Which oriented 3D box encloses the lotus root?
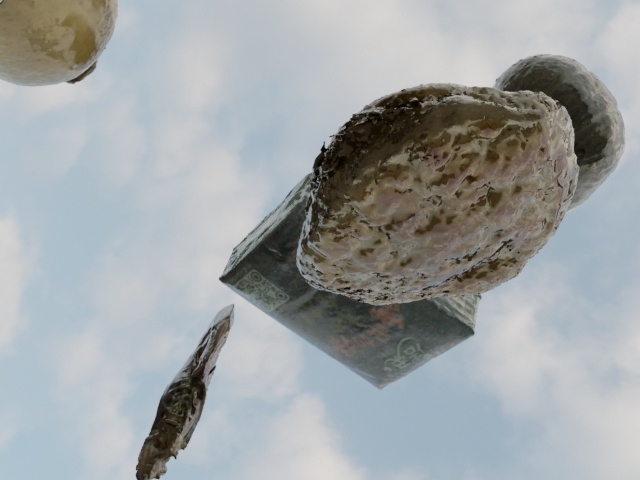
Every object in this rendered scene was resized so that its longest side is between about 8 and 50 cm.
[{"bbox_3d":[-0.259,-0.224,0.613,0.146,0.303,0.131,-29,-104,-8],"label":"lotus root"}]

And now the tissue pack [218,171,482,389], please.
[{"bbox_3d":[0.039,0.073,1.011,0.228,0.316,0.103,-40,-159,43],"label":"tissue pack"}]

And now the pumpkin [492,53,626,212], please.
[{"bbox_3d":[0.422,-0.190,1.367,0.291,0.257,0.327,55,-36,9],"label":"pumpkin"}]

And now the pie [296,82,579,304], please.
[{"bbox_3d":[0.067,-0.021,0.420,0.193,0.163,0.079,123,-27,-50],"label":"pie"}]

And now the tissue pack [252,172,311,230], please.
[{"bbox_3d":[0.000,0.000,1.379,0.198,0.146,0.263,-46,-151,-2],"label":"tissue pack"}]

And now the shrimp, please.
[{"bbox_3d":[-0.153,0.169,0.827,0.251,0.052,0.143,-76,-167,-49],"label":"shrimp"}]

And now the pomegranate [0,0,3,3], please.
[{"bbox_3d":[-0.160,-0.146,0.264,0.163,0.125,0.138,23,-96,47],"label":"pomegranate"}]
